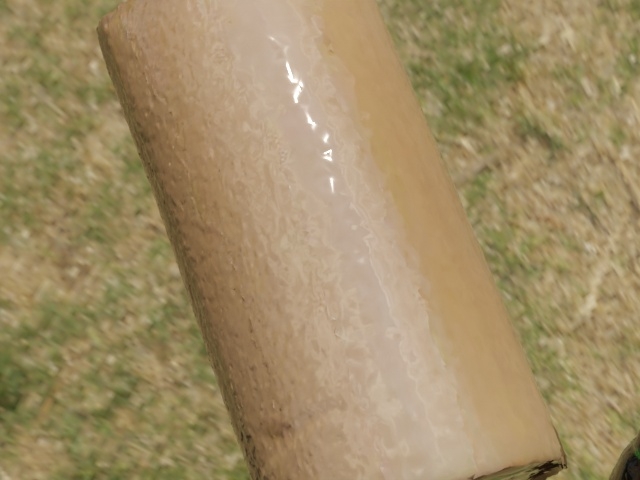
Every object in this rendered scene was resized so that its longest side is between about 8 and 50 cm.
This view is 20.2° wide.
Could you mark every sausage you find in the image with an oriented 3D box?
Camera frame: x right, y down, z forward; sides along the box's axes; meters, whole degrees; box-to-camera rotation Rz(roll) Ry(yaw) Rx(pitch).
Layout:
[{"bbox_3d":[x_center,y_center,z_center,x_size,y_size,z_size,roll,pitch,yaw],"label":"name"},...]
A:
[{"bbox_3d":[0.000,0.000,0.741,0.123,0.123,0.253,-25,72,11],"label":"sausage"}]

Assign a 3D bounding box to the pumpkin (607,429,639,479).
[{"bbox_3d":[0.335,0.217,1.262,0.315,0.238,0.315,-5,80,31],"label":"pumpkin"}]
